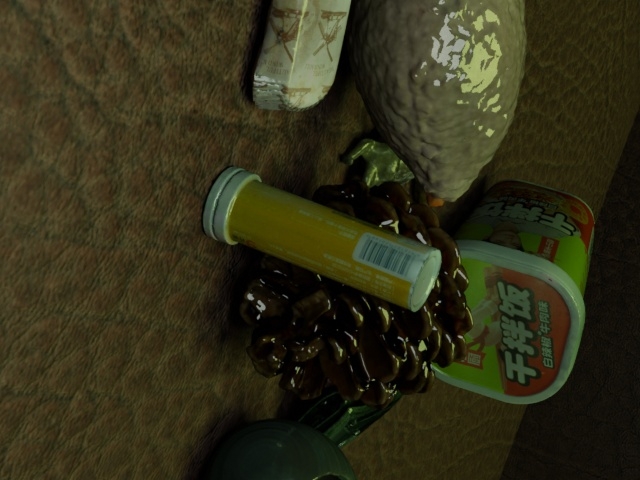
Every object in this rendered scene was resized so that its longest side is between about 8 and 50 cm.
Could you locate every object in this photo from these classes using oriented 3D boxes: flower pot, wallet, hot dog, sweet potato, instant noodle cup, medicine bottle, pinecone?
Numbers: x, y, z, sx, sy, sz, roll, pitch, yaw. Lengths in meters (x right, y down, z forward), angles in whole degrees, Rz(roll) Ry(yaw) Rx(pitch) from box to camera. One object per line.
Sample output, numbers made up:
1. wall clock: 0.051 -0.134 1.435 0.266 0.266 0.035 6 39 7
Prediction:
1. flower pot: -0.049 0.304 1.376 0.189 0.157 0.243 -57 157 -28
2. wallet: 0.025 0.244 1.589 0.160 0.055 0.236 -44 163 17
3. hot dog: -0.014 -0.208 1.116 0.108 0.059 0.191 -17 130 -49
4. sweet potato: 0.149 -0.090 1.680 0.041 0.038 0.153 -28 142 -28
5. instant noodle cup: 0.314 0.062 1.958 0.308 0.293 0.294 -53 155 -53
6. medicine bottle: 0.000 0.000 1.118 0.074 0.218 0.074 -51 153 -39
7. pinecone: 0.037 0.054 1.264 0.257 0.243 0.244 9 102 -49

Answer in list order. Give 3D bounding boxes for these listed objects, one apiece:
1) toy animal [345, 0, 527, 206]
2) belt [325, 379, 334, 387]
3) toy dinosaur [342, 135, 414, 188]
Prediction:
1. toy animal: 0.117 -0.213 1.234 0.226 0.188 0.358 -13 99 -74
2. belt: 0.032 0.163 1.598 0.071 0.053 0.232 -67 158 5
3. toy dinosaur: 0.100 -0.121 1.478 0.294 0.077 0.162 -43 155 -23
